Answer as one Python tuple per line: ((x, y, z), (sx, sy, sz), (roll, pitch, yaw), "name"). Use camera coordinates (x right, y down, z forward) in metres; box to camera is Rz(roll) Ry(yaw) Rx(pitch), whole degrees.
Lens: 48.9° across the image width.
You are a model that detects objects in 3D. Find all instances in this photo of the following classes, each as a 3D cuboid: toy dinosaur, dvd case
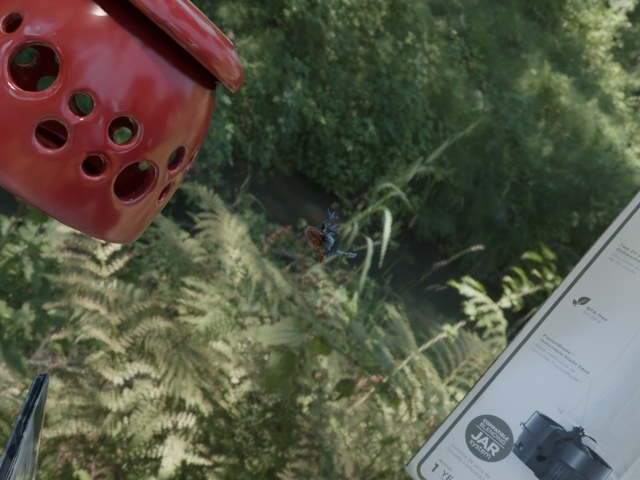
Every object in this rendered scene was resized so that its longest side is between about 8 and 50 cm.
((0.000, 0.000, 0.869), (0.090, 0.082, 0.047), (-1, 51, -29), "toy dinosaur")
((-0.285, 0.248, 0.642), (0.018, 0.164, 0.221), (11, 19, -12), "dvd case")

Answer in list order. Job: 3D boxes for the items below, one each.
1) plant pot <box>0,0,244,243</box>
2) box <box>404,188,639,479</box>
((-0.165, -0.118, 0.530), (0.191, 0.174, 0.191), (40, 2, -2), "plant pot")
((0.213, 0.093, 0.432), (0.169, 0.290, 0.087), (37, -8, 34), "box")
